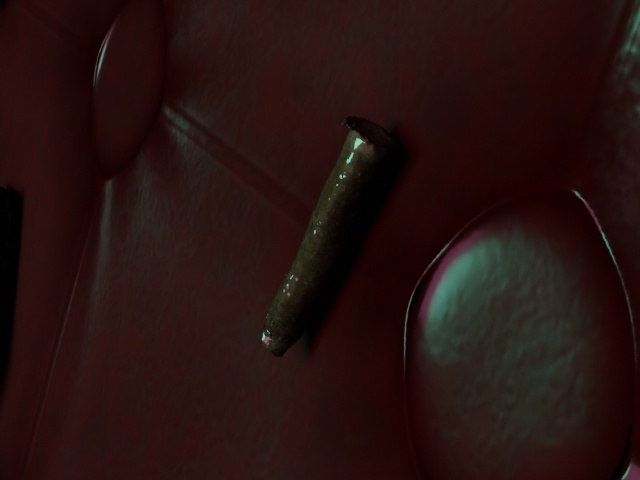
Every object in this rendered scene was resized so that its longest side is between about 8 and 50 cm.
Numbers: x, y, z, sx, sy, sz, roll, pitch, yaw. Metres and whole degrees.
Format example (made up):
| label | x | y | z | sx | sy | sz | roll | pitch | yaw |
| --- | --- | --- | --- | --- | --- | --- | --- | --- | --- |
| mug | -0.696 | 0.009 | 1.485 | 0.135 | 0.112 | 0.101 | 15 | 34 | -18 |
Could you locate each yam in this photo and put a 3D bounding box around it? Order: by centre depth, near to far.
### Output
| label | x | y | z | sx | sy | sz | roll | pitch | yaw |
| --- | --- | --- | --- | --- | --- | --- | --- | --- | --- |
| yam | 0.000 | 0.000 | 0.610 | 0.033 | 0.027 | 0.129 | 44 | 121 | 30 |

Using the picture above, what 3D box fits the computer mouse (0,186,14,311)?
| label | x | y | z | sx | sy | sz | roll | pitch | yaw |
| --- | --- | --- | --- | --- | --- | --- | --- | --- | --- |
| computer mouse | -0.326 | 0.049 | 1.098 | 0.122 | 0.073 | 0.217 | -11 | 63 | 44 |
